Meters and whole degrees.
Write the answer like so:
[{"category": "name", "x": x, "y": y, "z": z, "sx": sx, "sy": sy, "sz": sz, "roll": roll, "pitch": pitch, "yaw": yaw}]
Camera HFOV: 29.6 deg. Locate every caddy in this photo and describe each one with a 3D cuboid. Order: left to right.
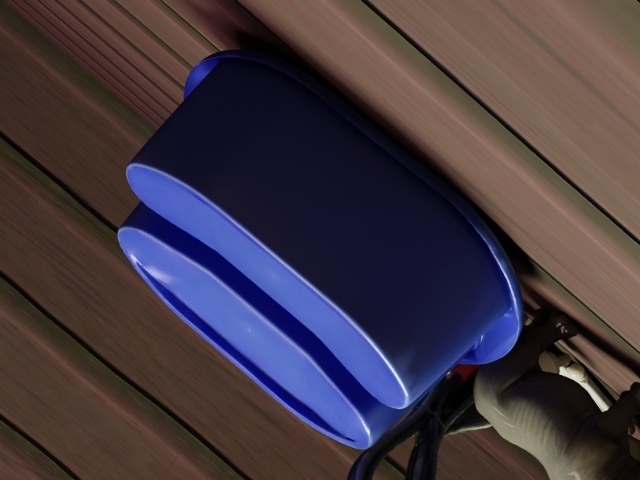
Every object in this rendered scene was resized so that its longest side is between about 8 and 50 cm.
[{"category": "caddy", "x": 0.000, "y": 0.000, "z": 0.966, "sx": 0.341, "sy": 0.179, "sz": 0.241, "roll": 40, "pitch": 154, "yaw": 7}]

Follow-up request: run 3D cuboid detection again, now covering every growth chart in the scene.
[{"category": "growth chart", "x": 0.219, "y": 0.116, "z": 1.272, "sx": 0.237, "sy": 0.021, "sz": 0.172, "roll": 37, "pitch": 175, "yaw": 39}]

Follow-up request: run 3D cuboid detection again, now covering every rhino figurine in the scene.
[{"category": "rhino figurine", "x": 0.220, "y": 0.157, "z": 0.966, "sx": 0.243, "sy": 0.106, "sz": 0.073, "roll": 45, "pitch": 175, "yaw": 35}]

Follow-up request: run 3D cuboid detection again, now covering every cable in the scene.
[{"category": "cable", "x": 0.114, "y": 0.138, "z": 1.041, "sx": 0.287, "sy": 0.072, "sz": 0.139, "roll": -22, "pitch": -105, "yaw": -48}]

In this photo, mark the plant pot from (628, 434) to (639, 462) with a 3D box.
[{"category": "plant pot", "x": 0.359, "y": 0.344, "z": 1.129, "sx": 0.274, "sy": 0.257, "sz": 0.256, "roll": 19, "pitch": 166, "yaw": 28}]
